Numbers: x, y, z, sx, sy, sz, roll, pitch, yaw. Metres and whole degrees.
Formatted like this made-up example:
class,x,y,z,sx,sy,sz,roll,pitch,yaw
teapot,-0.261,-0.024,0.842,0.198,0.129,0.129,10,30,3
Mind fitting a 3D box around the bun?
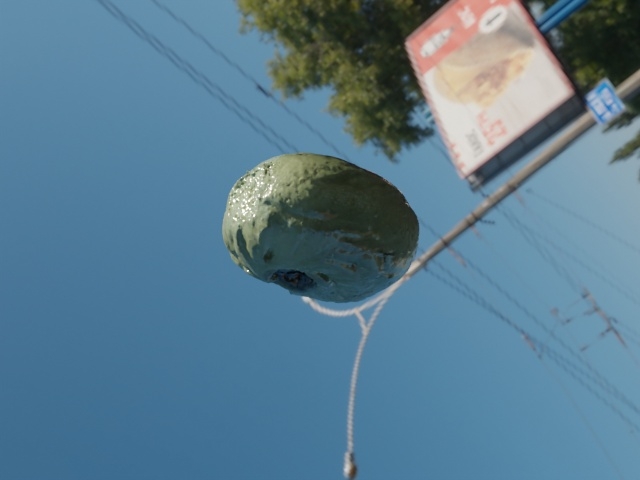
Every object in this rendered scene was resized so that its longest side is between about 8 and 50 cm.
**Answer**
class,x,y,z,sx,sy,sz,roll,pitch,yaw
bun,0.003,0.001,0.992,0.221,0.221,0.108,33,-135,-37
